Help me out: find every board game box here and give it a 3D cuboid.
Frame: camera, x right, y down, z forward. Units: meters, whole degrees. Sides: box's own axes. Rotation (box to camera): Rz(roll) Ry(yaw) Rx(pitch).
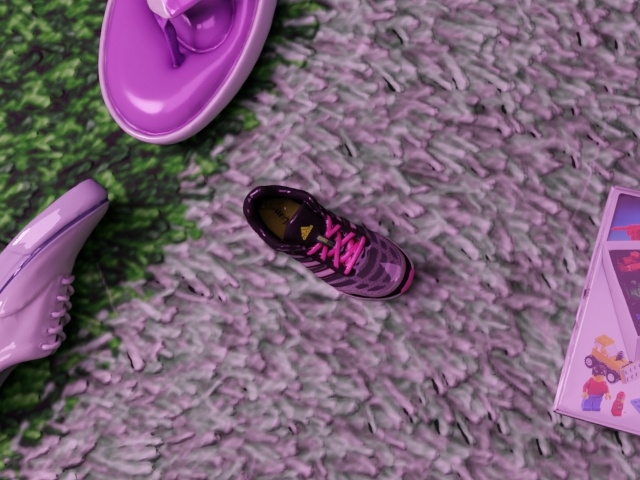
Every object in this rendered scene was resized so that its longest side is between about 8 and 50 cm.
[{"bbox_3d":[0.356,0.084,1.180,0.305,0.053,0.193,14,85,19],"label":"board game box"}]

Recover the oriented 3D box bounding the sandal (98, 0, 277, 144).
[{"bbox_3d":[-0.102,-0.292,1.358,0.169,0.102,0.416,23,89,26],"label":"sandal"}]

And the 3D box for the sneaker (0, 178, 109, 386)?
[{"bbox_3d":[-0.265,0.061,1.364,0.091,0.094,0.258,40,97,1],"label":"sneaker"}]

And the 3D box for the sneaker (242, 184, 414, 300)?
[{"bbox_3d":[0.000,0.000,1.292,0.170,0.075,0.063,29,89,19],"label":"sneaker"}]
